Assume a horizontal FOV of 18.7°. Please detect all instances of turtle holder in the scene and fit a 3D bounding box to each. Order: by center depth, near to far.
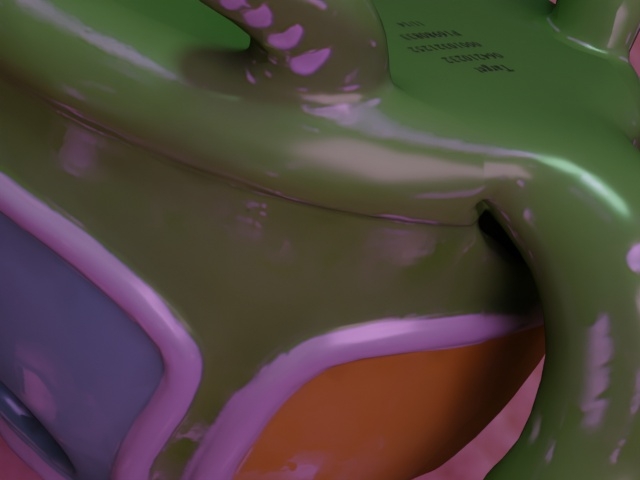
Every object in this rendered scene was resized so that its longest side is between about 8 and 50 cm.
[{"bbox_3d":[0.000,-0.008,0.671,0.320,0.243,0.227,21,114,9],"label":"turtle holder"}]
